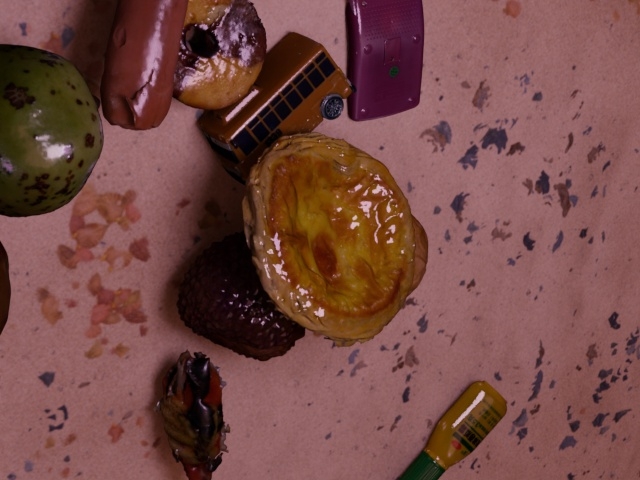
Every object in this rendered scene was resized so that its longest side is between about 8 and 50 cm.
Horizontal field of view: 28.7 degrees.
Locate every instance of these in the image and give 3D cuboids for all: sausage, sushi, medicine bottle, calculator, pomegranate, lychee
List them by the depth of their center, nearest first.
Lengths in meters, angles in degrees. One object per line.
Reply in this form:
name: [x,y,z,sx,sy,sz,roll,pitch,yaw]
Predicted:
sausage: [-0.183,-0.336,1.484,0.094,0.094,0.418,8,96,-70]
pomegranate: [-0.345,-0.140,1.488,0.248,0.214,0.214,-41,139,-59]
lychee: [-0.095,0.068,1.743,0.188,0.188,0.188,-14,118,-27]
calculator: [0.096,-0.266,1.796,0.127,0.034,0.190,-17,121,-27]
sushi: [-0.184,0.253,1.812,0.103,0.097,0.226,-46,140,-64]
medicine bottle: [0.213,0.354,2.138,0.260,0.064,0.095,-47,128,-5]

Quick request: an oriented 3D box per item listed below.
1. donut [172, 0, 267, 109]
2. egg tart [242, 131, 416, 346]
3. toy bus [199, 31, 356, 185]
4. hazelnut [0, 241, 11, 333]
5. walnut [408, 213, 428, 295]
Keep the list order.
donut: [-0.162,-0.259,1.607,0.184,0.073,0.166,13,105,-35]
egg tart: [0.000,0.000,1.656,0.295,0.116,0.294,14,68,-38]
toy bus: [-0.064,-0.178,1.692,0.201,0.098,0.114,-45,127,-8]
hazelnut: [-0.480,0.065,1.486,0.230,0.229,0.229,-14,118,-27]
walnut: [0.066,0.009,1.830,0.207,0.159,0.159,21,99,-34]
